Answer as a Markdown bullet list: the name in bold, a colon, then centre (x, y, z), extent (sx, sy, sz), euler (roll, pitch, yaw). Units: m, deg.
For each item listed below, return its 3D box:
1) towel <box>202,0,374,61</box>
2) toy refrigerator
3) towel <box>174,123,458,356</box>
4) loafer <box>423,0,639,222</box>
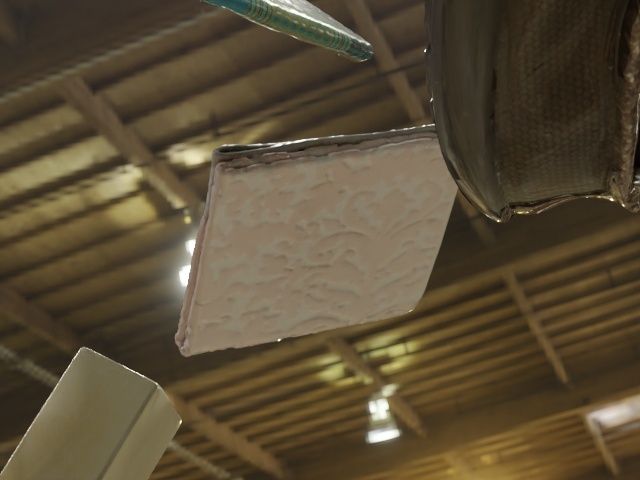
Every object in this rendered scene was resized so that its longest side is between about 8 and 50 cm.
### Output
- **towel**: centre (-0.133, -0.282, 1.341), extent (0.370, 0.271, 0.040), euler (10, -65, -57)
- **toy refrigerator**: centre (-0.238, 0.238, 1.162), extent (0.094, 0.269, 0.102), euler (24, -20, 18)
- **towel**: centre (0.000, 0.000, 1.590), extent (0.332, 0.053, 0.317), euler (-9, -44, -24)
- **loafer**: centre (0.134, -0.159, 0.310), extent (0.366, 0.130, 0.134), euler (-68, -12, 16)
